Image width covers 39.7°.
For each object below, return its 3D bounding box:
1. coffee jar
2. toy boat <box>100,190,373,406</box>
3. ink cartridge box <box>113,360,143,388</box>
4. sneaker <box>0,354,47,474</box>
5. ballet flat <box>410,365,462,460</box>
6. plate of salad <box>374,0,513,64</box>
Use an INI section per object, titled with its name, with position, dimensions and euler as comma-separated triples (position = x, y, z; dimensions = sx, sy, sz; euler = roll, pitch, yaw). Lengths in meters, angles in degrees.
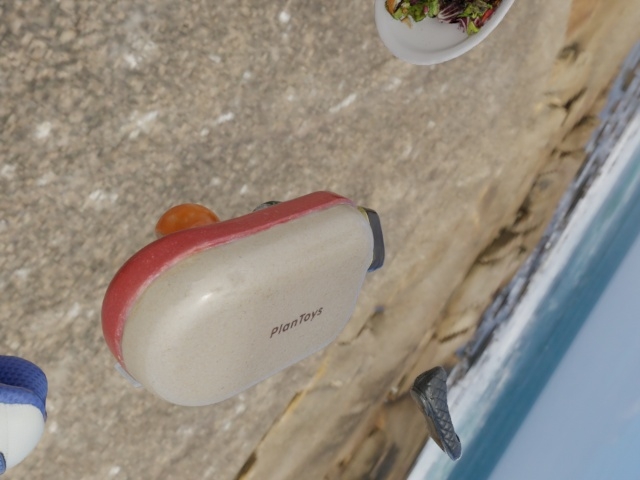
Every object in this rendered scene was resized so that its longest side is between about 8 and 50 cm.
[coffee jar]
position = 0.000, 0.000, 1.159
dimensions = 0.184, 0.096, 0.079
euler = 1, 165, -40
[toy boat]
position = -0.077, 0.024, 0.707
dimensions = 0.231, 0.151, 0.151
euler = -21, 138, -46
[ink cartridge box]
position = -0.108, 0.052, 0.929
dimensions = 0.224, 0.045, 0.223
euler = -49, -172, -27
[sneaker]
position = -0.196, -0.032, 0.295
dimensions = 0.131, 0.296, 0.112
euler = -26, -163, -14
[ballet flat]
position = 0.157, 0.225, 1.120
dimensions = 0.049, 0.057, 0.173
euler = -36, 134, -13
[plate of salad]
position = 0.132, -0.289, 0.965
dimensions = 0.048, 0.200, 0.199
euler = 20, 102, -46
